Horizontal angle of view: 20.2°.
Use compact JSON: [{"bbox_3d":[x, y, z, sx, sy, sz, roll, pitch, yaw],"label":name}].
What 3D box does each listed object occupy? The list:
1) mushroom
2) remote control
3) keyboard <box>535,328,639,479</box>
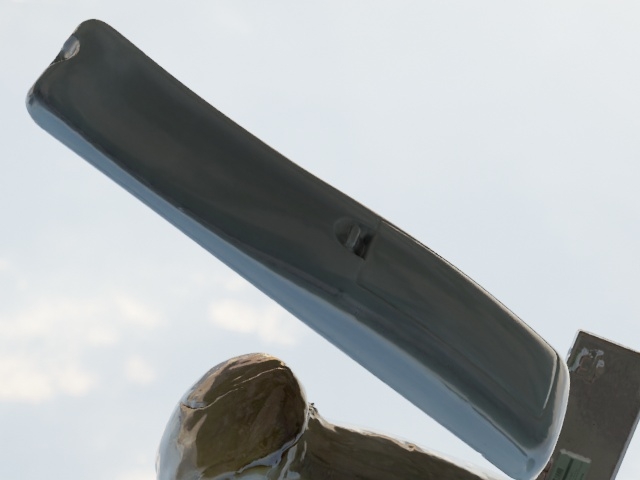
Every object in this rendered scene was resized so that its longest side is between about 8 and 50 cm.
[{"bbox_3d":[0.073,0.200,1.137,0.407,0.154,0.137,39,158,-28],"label":"mushroom"},{"bbox_3d":[0.000,0.000,0.517,0.184,0.027,0.050,36,-143,-10],"label":"remote control"},{"bbox_3d":[0.137,0.133,1.018,0.055,0.166,0.017,21,-171,0],"label":"keyboard"}]
